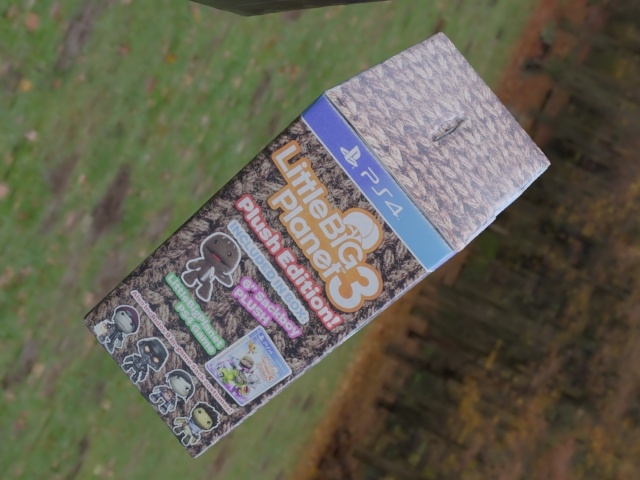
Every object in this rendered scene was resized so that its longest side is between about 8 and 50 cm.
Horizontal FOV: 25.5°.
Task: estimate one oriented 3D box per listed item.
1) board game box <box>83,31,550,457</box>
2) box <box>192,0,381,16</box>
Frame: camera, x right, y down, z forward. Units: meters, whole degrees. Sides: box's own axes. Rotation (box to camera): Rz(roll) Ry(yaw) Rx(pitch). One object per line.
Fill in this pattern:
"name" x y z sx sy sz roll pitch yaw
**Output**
"board game box" 0.000 0.000 1.102 0.291 0.141 0.232 -40 178 30
"box" -0.061 -0.290 0.902 0.395 0.294 0.212 8 85 -52
